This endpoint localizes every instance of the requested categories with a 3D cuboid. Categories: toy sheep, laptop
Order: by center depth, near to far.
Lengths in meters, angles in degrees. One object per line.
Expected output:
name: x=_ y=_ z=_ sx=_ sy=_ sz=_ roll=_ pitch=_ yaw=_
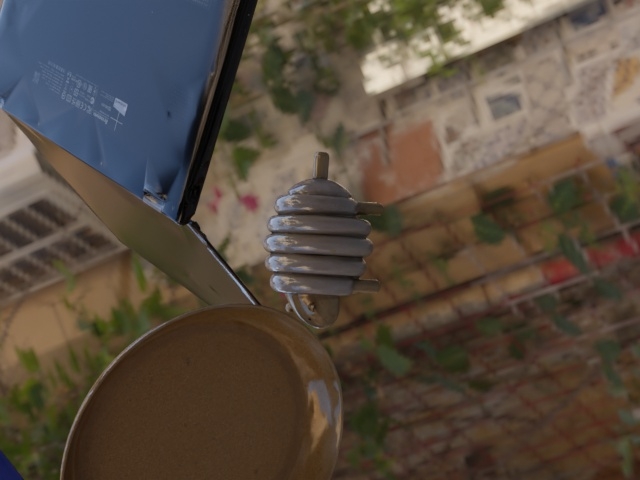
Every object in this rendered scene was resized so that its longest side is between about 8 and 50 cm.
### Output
toy sheep: x=0.000 y=0.000 z=1.060 sx=0.091 sy=0.091 sz=0.132 roll=10 pitch=-100 yaw=-63
laptop: x=-0.136 y=-0.125 z=1.384 sx=0.236 sy=0.382 sz=0.408 roll=6 pitch=-73 yaw=-43

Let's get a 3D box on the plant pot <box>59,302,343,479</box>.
plant pot: x=-0.088 y=0.153 z=1.048 sx=0.032 sy=0.236 sz=0.236 roll=29 pitch=163 yaw=51

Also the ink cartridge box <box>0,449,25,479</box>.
ink cartridge box: x=-0.224 y=0.091 z=0.599 sx=0.046 sy=0.207 sz=0.097 roll=-59 pitch=-46 yaw=-38
